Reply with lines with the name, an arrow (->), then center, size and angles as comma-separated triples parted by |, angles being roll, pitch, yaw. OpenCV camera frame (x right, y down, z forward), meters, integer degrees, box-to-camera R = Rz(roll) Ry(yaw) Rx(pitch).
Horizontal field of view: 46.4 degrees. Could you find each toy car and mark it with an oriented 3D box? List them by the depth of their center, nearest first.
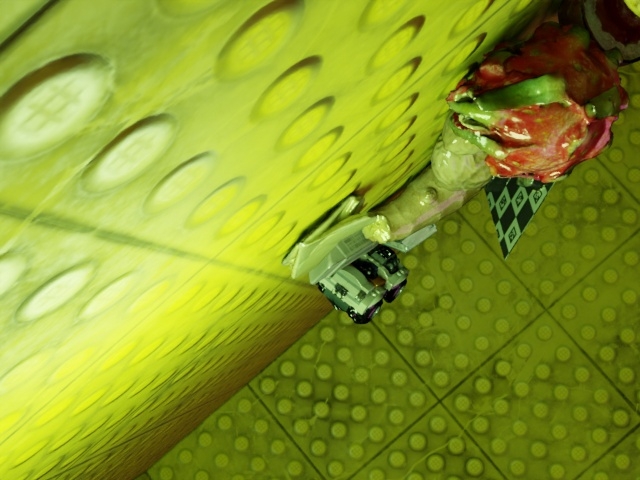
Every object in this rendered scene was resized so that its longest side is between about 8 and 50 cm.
toy car -> 0.109, 0.085, 1.903 | 0.301, 0.193, 0.118 | -31, 153, -52

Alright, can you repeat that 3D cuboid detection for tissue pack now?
tissue pack -> 0.209, -0.029, 1.920 | 0.112, 0.051, 0.156 | -35, -151, -18

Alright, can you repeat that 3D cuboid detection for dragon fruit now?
dragon fruit -> 0.339, -0.217, 1.181 | 0.302, 0.237, 0.231 | -13, 148, -17

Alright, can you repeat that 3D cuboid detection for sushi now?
sushi -> 0.464, -0.194, 1.789 | 0.343, 0.064, 0.359 | -90, -163, -49

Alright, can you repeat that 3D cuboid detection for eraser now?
eraser -> 0.077, 0.009, 1.750 | 0.089, 0.061, 0.352 | -46, 170, 36

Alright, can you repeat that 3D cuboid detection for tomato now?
tomato -> 0.501, -0.396, 1.273 | 0.214, 0.181, 0.155 | -32, -171, -7

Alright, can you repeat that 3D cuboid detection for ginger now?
ginger -> 0.256, -0.119, 1.783 | 0.375, 0.166, 0.236 | -24, -174, 0

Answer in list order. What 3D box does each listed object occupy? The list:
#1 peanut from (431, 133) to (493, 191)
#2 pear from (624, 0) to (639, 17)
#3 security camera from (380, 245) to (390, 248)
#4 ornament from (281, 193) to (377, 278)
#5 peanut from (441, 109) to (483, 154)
peanut -> 0.338, -0.201, 1.574 | 0.233, 0.110, 0.197 | -45, 145, -1
pear -> 0.531, -0.399, 0.991 | 0.271, 0.271, 0.271 | -40, 172, -7
security camera -> 0.175, 0.020, 2.240 | 0.301, 0.080, 0.157 | -49, 173, -19
ornament -> 0.000, 0.000, 1.369 | 0.201, 0.059, 0.180 | -42, 169, 23
peanut -> 0.332, -0.256, 1.370 | 0.274, 0.111, 0.125 | -37, -173, -2
